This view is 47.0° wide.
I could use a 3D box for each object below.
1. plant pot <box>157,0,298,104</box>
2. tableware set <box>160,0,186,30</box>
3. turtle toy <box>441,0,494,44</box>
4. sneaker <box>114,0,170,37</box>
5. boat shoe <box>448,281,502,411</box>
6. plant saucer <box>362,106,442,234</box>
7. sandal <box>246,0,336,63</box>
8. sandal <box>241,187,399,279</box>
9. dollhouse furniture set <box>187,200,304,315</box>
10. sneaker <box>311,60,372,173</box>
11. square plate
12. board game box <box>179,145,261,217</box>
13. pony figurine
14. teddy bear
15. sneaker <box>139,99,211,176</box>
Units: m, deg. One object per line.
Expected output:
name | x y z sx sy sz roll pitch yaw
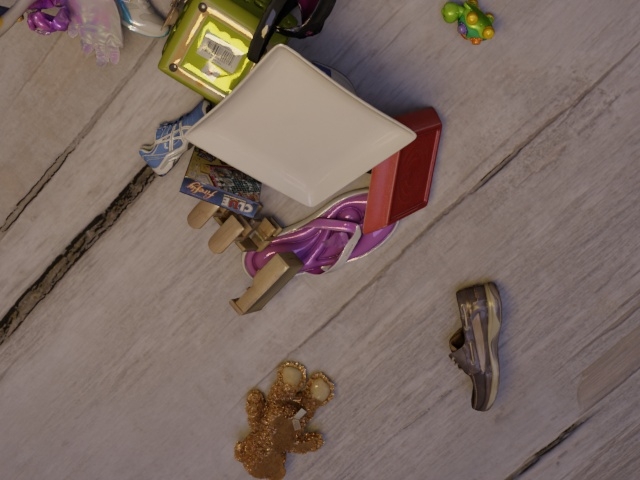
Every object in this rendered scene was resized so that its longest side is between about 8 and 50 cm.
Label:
plant pot | -0.197 -0.406 1.528 0.228 0.207 0.227 30 113 -14
tableware set | -0.281 -0.509 1.505 0.020 0.169 0.141 25 125 -25
turtle toy | 0.324 -0.479 1.607 0.130 0.095 0.066 35 128 -16
sneaker | -0.408 -0.513 1.538 0.228 0.087 0.092 36 114 -17
boat shoe | 0.399 0.276 1.925 0.130 0.132 0.355 0 105 7
plant saucer | 0.195 -0.155 1.654 0.047 0.258 0.259 21 116 28
sandal | 0.000 -0.497 1.407 0.107 0.446 0.167 32 152 -4
sandal | 0.007 0.013 1.784 0.416 0.102 0.169 -24 113 8
dollhouse furniture set | -0.183 0.024 1.676 0.161 0.212 0.242 -45 76 15
sneaker | 0.068 -0.256 1.630 0.127 0.182 0.315 -44 110 12
square plate | -0.044 -0.222 1.486 0.344 0.049 0.347 29 140 -28
board game box | -0.210 -0.148 1.624 0.165 0.243 0.042 20 117 -11
pony figurine | -0.534 -0.493 1.368 0.302 0.363 0.351 30 136 10
teddy bear | -0.099 0.483 1.994 0.245 0.113 0.338 8 105 -15
sneaker | -0.326 -0.240 1.668 0.081 0.080 0.211 39 105 -20
